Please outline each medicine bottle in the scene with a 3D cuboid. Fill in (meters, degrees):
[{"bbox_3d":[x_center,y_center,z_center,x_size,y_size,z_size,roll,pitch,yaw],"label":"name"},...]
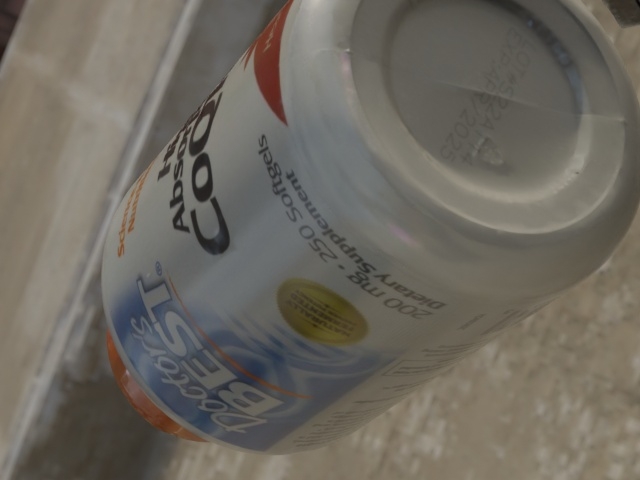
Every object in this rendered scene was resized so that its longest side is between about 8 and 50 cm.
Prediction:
[{"bbox_3d":[0.000,0.000,0.763,0.289,0.157,0.157,-42,31,54],"label":"medicine bottle"}]

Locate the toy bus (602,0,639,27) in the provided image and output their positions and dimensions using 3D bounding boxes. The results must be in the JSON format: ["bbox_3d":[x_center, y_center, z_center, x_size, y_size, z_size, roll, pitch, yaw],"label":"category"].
[{"bbox_3d":[0.089,-0.113,0.447,0.058,0.052,0.102,-11,66,23],"label":"toy bus"}]
